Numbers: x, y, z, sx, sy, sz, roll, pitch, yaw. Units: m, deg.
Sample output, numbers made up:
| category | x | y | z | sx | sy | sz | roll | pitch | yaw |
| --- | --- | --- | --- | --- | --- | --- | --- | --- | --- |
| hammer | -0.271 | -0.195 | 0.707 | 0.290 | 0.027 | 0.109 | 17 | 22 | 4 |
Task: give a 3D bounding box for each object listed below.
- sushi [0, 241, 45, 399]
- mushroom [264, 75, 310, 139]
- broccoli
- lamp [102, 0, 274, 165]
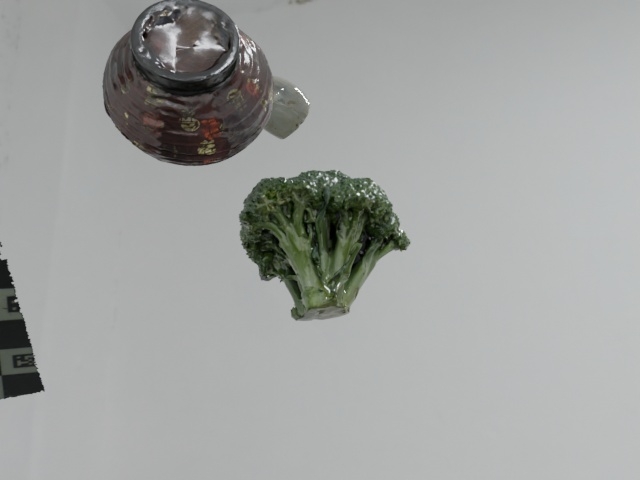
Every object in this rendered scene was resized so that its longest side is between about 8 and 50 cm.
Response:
| category | x | y | z | sx | sy | sz | roll | pitch | yaw |
| --- | --- | --- | --- | --- | --- | --- | --- | --- | --- |
| sushi | -0.317 | 0.063 | 0.509 | 0.193 | 0.040 | 0.210 | -8 | -38 | -15 |
| mushroom | -0.130 | -0.301 | 1.398 | 0.225 | 0.116 | 0.093 | 31 | -11 | -4 |
| broccoli | 0.000 | 0.000 | 1.254 | 0.321 | 0.283 | 0.304 | -9 | -27 | 9 |
| lamp | -0.186 | -0.213 | 0.969 | 0.247 | 0.246 | 0.247 | -1 | -17 | 0 |
